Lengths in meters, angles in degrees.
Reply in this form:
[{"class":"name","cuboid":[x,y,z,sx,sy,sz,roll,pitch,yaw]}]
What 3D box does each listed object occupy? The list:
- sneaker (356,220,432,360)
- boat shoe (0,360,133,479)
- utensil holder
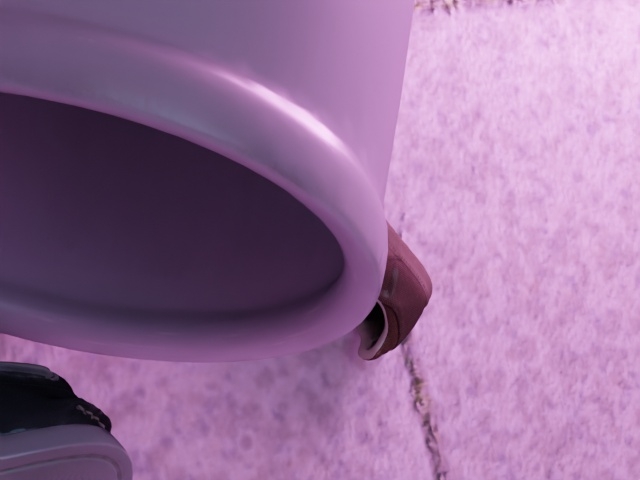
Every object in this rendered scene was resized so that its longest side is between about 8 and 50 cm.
[{"class":"sneaker","cuboid":[0.000,0.000,1.136,0.188,0.066,0.071,44,57,-21]},{"class":"boat shoe","cuboid":[-0.248,0.123,0.901,0.303,0.091,0.114,3,122,-39]},{"class":"utensil holder","cuboid":[-0.100,-0.171,0.938,0.328,0.328,0.385,25,63,-31]}]
